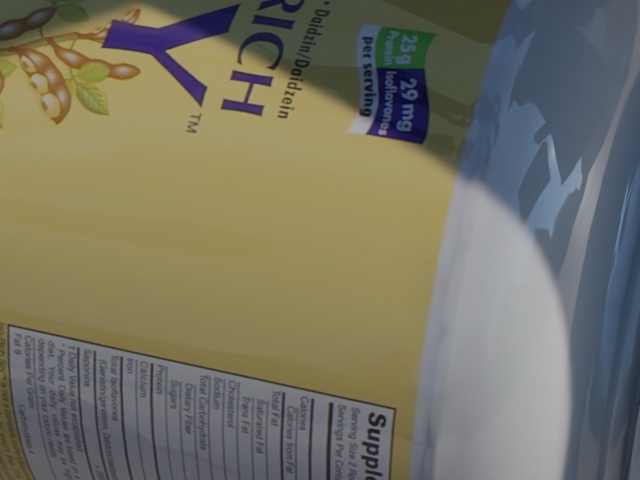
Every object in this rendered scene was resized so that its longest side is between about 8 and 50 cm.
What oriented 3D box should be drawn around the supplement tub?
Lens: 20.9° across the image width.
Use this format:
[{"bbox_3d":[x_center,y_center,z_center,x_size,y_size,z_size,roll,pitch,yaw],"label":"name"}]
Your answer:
[{"bbox_3d":[0.000,0.000,0.644,0.331,0.241,0.241,10,50,15],"label":"supplement tub"}]
